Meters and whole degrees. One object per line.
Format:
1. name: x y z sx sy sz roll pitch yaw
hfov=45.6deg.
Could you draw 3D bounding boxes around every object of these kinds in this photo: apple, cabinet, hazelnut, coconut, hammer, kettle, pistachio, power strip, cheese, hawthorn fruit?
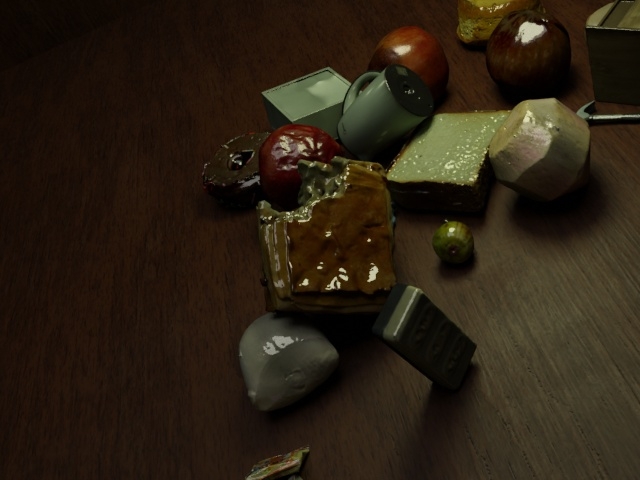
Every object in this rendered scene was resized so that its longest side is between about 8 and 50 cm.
1. apple: 0.231 -0.467 2.094 0.229 0.230 0.230 -16 41 14
2. cabinet: 0.743 -0.461 1.802 0.148 0.215 0.175 17 56 41
3. hazelnut: 0.527 -0.482 1.958 0.218 0.218 0.234 -43 44 -18
4. coconut: 0.492 -0.194 1.654 0.197 0.236 0.237 -46 15 51
5. hammer: 0.724 -0.292 1.780 0.246 0.029 0.103 1 47 28
6. kettle: 0.148 -0.345 1.984 0.236 0.161 0.221 -41 62 43
7. pistachio: 0.754 -0.553 1.969 0.124 0.124 0.185 10 45 37
8. power strip: 0.197 0.180 1.382 0.070 0.256 0.105 16 72 43
9. cheese: -0.079 0.231 1.560 0.198 0.154 0.189 -31 34 -3
10. hawthorn fruit: -0.023 -0.187 1.955 0.265 0.210 0.230 1 51 3

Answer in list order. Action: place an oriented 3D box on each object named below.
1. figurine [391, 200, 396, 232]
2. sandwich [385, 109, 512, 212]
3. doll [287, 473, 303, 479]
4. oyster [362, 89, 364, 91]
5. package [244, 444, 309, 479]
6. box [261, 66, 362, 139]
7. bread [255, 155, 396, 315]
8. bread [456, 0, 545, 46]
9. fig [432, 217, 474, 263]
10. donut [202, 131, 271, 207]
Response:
1. figurine: 0.139 -0.042 1.796 0.086 0.087 0.149 22 35 -2
2. sandwich: 0.313 -0.194 1.845 0.271 0.099 0.301 3 46 40
3. doll: -0.180 0.546 1.282 0.422 0.161 0.348 -13 19 18
4. oyster: 0.145 -0.428 2.258 0.054 0.019 0.083 -26 41 4
5. package: -0.078 0.416 1.413 0.108 0.031 0.120 -20 -4 7
6. box: -0.017 -0.371 2.180 0.224 0.117 0.225 -24 38 -14
7. bread: 0.000 0.000 1.623 0.314 0.191 0.370 3 64 -21
8. bread: 0.524 -0.671 2.214 0.268 0.146 0.268 -13 39 11
9. fig: 0.292 -0.023 1.679 0.093 0.093 0.166 -11 41 19
10. donut: -0.205 -0.198 2.139 0.269 0.103 0.270 -17 38 14
